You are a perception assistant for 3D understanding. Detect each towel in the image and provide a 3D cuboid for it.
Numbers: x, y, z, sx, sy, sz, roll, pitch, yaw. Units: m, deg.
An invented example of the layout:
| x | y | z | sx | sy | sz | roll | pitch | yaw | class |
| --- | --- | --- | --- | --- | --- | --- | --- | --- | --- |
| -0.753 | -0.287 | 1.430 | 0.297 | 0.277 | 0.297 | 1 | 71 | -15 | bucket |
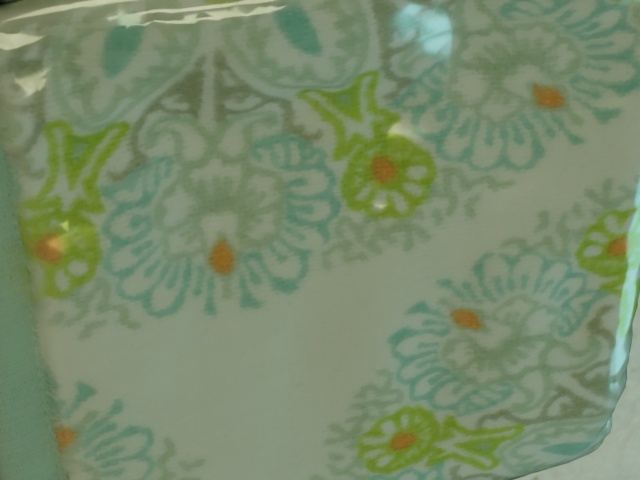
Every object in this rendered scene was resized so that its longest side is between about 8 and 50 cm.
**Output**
| x | y | z | sx | sy | sz | roll | pitch | yaw | class |
| --- | --- | --- | --- | --- | --- | --- | --- | --- | --- |
| 0.000 | 0.000 | 0.730 | 0.321 | 0.090 | 0.374 | -10 | 132 | -13 | towel |
